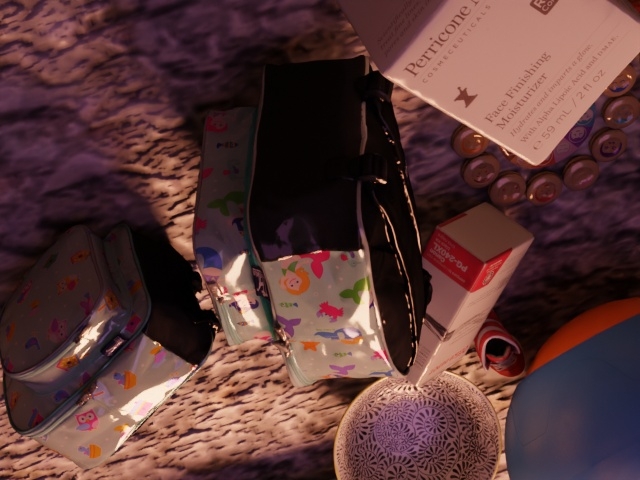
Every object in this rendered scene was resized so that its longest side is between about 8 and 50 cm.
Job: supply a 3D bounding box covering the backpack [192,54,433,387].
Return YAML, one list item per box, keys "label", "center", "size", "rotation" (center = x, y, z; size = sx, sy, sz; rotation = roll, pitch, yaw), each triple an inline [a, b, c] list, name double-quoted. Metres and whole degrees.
- label: "backpack"
  center: [0.000, 0.000, 1.420]
  size: [0.191, 0.225, 0.253]
  rotation: [-10, 138, 15]

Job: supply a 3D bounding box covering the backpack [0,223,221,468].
- label: "backpack"
  center: [-0.198, 0.093, 1.453]
  size: [0.144, 0.166, 0.188]
  rotation: [26, 111, -32]

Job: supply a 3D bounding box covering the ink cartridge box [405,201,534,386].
- label: "ink cartridge box"
  center: [0.122, 0.050, 1.573]
  size: [0.109, 0.063, 0.150]
  rotation: [-25, 148, -57]

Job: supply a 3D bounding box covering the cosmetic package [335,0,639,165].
- label: "cosmetic package"
  center: [0.135, -0.188, 1.364]
  size: [0.183, 0.151, 0.151]
  rotation: [26, 113, -34]

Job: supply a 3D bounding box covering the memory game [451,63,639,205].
- label: "memory game"
  center: [0.209, -0.105, 1.549]
  size: [0.186, 0.012, 0.186]
  rotation: [-10, 130, -13]

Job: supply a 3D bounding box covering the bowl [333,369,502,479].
- label: "bowl"
  center: [0.089, 0.196, 1.683]
  size: [0.170, 0.080, 0.170]
  rotation: [-2, 103, -9]

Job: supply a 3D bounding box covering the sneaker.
- label: "sneaker"
  center: [0.180, 0.114, 1.674]
  size: [0.042, 0.067, 0.118]
  rotation: [-32, 131, 7]

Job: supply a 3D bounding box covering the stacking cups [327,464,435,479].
- label: "stacking cups"
  center: [0.006, 0.290, 1.740]
  size: [0.316, 0.096, 0.096]
  rotation: [-15, 130, -12]

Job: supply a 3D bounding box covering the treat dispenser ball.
- label: "treat dispenser ball"
  center: [0.325, 0.199, 1.649]
  size: [0.288, 0.288, 0.288]
  rotation: [-10, 129, -13]

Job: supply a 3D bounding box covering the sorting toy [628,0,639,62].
- label: "sorting toy"
  center: [0.297, -0.192, 1.502]
  size: [0.061, 0.042, 0.102]
  rotation: [-30, 145, 25]
